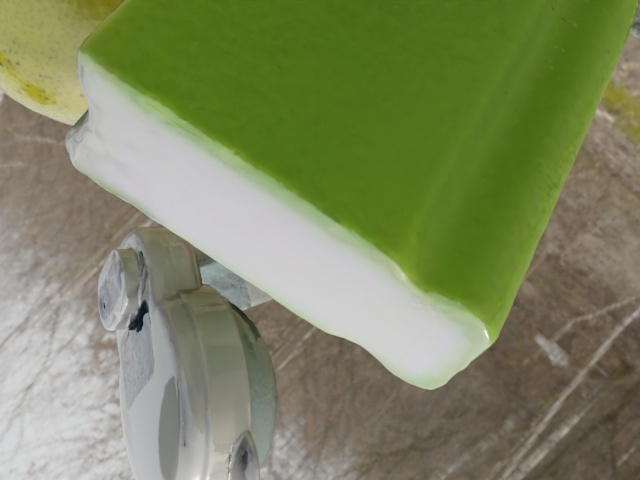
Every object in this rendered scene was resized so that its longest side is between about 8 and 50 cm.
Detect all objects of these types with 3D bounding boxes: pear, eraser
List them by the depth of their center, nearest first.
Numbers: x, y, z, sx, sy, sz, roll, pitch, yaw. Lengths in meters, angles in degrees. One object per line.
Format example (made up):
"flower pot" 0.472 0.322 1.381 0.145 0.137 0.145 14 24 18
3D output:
"eraser" 0.035 -0.095 0.460 0.210 0.274 0.092 34 145 0
"pear" -0.156 -0.171 0.669 0.198 0.198 0.198 44 179 1

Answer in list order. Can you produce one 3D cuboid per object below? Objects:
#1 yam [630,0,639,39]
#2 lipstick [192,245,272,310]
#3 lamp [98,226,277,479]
"yam" 0.449 -0.258 0.944 0.300 0.195 0.195 9 -160 -32
"lipstick" 0.000 0.000 0.994 0.066 0.317 0.068 -141 35 -63
"lamp" -0.102 0.103 0.740 0.108 0.179 0.246 -5 -115 -34
